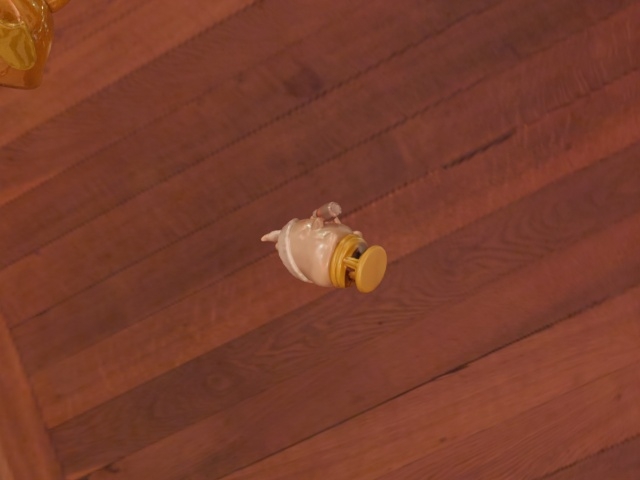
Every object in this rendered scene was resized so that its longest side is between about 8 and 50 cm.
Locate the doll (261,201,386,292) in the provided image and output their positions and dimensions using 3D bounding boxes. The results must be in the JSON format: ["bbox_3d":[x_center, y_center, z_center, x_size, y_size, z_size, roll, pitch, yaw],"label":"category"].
[{"bbox_3d":[0.000,0.000,1.048,0.127,0.073,0.084,20,116,32],"label":"doll"}]

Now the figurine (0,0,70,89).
[{"bbox_3d":[-0.444,-0.322,1.549,0.215,0.215,0.228,-11,73,15],"label":"figurine"}]
